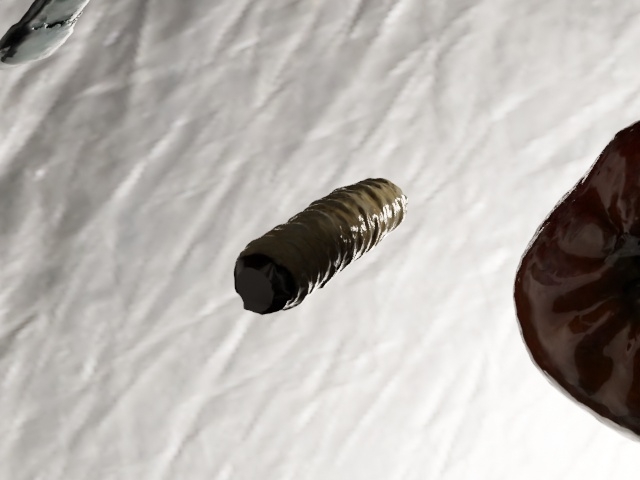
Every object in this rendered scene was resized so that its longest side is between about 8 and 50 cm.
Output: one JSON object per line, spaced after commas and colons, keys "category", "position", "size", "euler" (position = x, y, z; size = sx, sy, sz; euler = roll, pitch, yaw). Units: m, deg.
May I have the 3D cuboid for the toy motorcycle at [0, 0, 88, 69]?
{"category": "toy motorcycle", "position": [-0.217, -0.258, 1.100], "size": [0.182, 0.319, 0.241], "euler": [15, 43, -30]}

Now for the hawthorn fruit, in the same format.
{"category": "hawthorn fruit", "position": [0.294, 0.035, 1.306], "size": [0.284, 0.284, 0.284], "euler": [23, 58, -44]}

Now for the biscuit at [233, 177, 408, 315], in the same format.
{"category": "biscuit", "position": [0.000, 0.000, 1.275], "size": [0.219, 0.061, 0.055], "euler": [-32, 117, -59]}
